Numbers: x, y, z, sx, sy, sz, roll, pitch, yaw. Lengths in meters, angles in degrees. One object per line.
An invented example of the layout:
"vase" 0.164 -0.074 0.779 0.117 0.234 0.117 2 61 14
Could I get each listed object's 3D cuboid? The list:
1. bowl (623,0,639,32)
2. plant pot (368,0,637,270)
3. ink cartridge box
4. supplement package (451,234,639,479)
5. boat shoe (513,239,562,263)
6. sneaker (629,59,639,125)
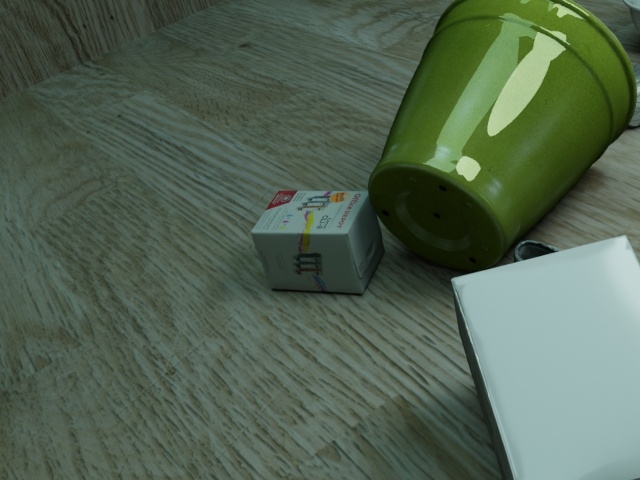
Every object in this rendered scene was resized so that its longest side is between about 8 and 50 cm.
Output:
"bowl" 0.798 -0.479 1.631 0.298 0.134 0.298 -12 34 8
"plant pot" 0.261 -0.154 1.244 0.367 0.366 0.353 14 56 38
"ink cartridge box" 0.000 0.000 1.295 0.176 0.127 0.128 2 37 24
"supplement package" 0.279 0.158 0.851 0.204 0.145 0.261 -15 56 5
"boat shoe" 0.368 0.089 1.024 0.113 0.105 0.306 -24 34 -11
"sneaker" 0.580 -0.258 1.436 0.297 0.129 0.111 -25 32 22
